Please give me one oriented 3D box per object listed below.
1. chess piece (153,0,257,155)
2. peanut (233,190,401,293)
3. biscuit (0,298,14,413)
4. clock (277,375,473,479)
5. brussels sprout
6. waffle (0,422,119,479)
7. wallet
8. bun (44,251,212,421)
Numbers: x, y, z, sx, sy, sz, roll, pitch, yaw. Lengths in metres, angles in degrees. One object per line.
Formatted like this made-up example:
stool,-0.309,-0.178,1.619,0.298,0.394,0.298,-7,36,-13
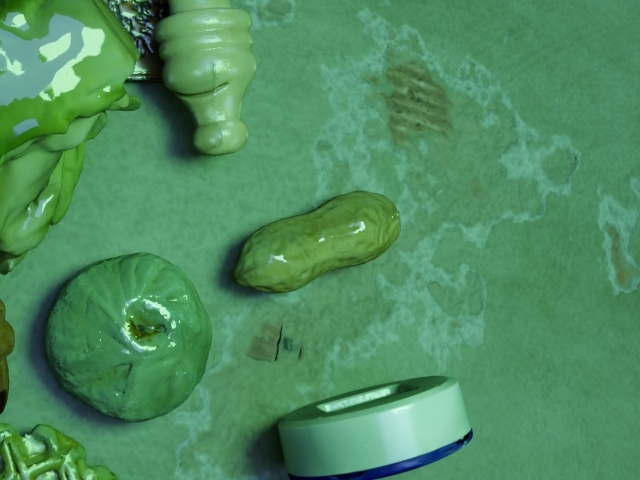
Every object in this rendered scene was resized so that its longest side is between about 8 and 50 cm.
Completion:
chess piece,-0.138,-0.258,0.985,0.139,0.124,0.307,-17,97,-60
peanut,0.000,0.000,1.054,0.263,0.117,0.101,-20,70,-27
biscuit,-0.376,0.096,0.756,0.183,0.280,0.043,-7,45,5
clock,0.065,0.228,0.978,0.231,0.230,0.083,-14,87,-30
brussels sprout,-0.362,-0.126,0.763,0.371,0.276,0.315,-44,107,0
waffle,-0.341,0.348,0.826,0.297,0.073,0.317,35,67,-20
wallet,-0.217,-0.280,1.021,0.196,0.042,0.160,-4,84,-29
bun,-0.211,0.111,0.915,0.196,0.118,0.195,5,81,-31
